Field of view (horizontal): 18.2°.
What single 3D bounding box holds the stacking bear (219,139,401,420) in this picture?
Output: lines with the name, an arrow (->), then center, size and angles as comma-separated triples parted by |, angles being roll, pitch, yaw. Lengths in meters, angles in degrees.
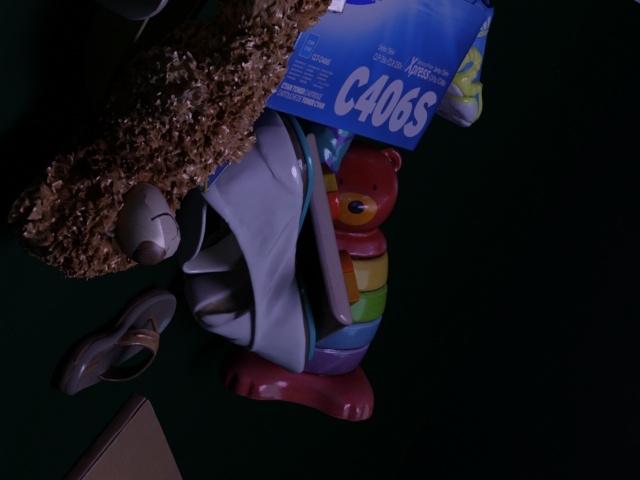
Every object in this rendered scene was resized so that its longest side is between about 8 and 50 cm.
stacking bear -> 0.007, 0.027, 2.212 | 0.164, 0.175, 0.289 | -97, -158, -71

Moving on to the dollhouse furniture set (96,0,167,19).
dollhouse furniture set -> -0.038, -0.293, 1.349 | 0.303, 0.174, 0.355 | -63, 165, 15

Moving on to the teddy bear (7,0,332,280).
teddy bear -> -0.091, -0.101, 1.528 | 0.338, 0.113, 0.245 | -50, 179, -27

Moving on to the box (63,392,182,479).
box -> -0.226, 0.282, 2.093 | 0.201, 0.021, 0.164 | -52, 146, -29

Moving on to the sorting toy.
sorting toy -> 0.000, 0.000, 2.029 | 0.208, 0.038, 0.193 | 128, -49, -80

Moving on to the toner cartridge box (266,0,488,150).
toner cartridge box -> 0.033, -0.190, 1.889 | 0.165, 0.075, 0.348 | -63, 155, 9

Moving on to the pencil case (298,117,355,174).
pencil case -> 0.025, -0.146, 2.092 | 0.151, 0.064, 0.070 | -61, 155, 9

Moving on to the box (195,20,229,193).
box -> -0.105, -0.114, 1.728 | 0.059, 0.054, 0.169 | -52, 165, -25

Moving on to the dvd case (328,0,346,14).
dvd case -> -0.021, -0.240, 1.678 | 0.119, 0.013, 0.087 | 6, 110, -31

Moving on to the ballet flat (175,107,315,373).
ballet flat -> -0.081, 0.015, 1.976 | 0.139, 0.139, 0.400 | -52, 160, -28

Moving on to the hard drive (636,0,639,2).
hard drive -> 0.398, -0.352, 2.433 | 0.210, 0.319, 0.040 | -41, 157, -52

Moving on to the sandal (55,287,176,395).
sandal -> -0.186, 0.106, 1.905 | 0.180, 0.049, 0.072 | -38, 155, -56

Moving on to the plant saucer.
plant saucer -> -0.106, -0.205, 1.483 | 0.188, 0.045, 0.188 | -51, 180, -33

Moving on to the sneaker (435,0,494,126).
sneaker -> 0.172, -0.225, 2.385 | 0.126, 0.091, 0.240 | -58, 165, -10
